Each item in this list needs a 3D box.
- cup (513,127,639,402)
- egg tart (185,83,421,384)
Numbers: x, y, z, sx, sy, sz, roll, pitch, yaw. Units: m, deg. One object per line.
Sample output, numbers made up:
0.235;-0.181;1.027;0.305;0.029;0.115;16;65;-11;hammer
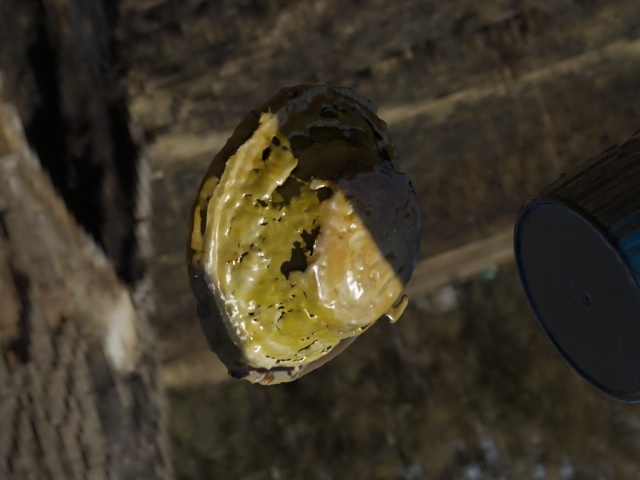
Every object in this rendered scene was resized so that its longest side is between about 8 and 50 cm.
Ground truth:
0.191;-0.008;0.823;0.155;0.131;0.176;-27;179;-20;cup
0.000;0.000;1.343;0.106;0.241;0.241;14;-162;38;egg tart
